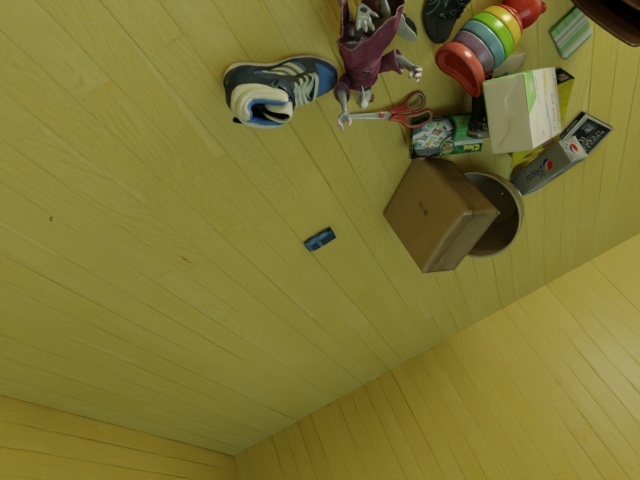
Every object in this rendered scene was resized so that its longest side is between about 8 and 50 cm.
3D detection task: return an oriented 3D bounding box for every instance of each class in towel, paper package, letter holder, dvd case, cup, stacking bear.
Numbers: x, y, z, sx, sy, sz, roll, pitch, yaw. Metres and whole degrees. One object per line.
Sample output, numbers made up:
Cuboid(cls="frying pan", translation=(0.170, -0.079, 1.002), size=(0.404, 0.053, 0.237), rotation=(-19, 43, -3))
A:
Cuboid(cls="towel", translation=(0.000, 0.000, 1.771), size=(0.120, 0.029, 0.067), rotation=(-31, 142, 6))
Cuboid(cls="towel", translation=(0.799, -0.664, 1.475), size=(0.152, 0.023, 0.113), rotation=(26, 116, -42))
Cuboid(cls="paper package", translation=(0.414, -0.094, 1.656), size=(0.168, 0.324, 0.309), rotation=(1, 133, -30))
Cuboid(cls="letter holder", translation=(0.817, -0.690, 1.211), size=(0.215, 0.301, 0.152), rotation=(-33, 153, 9))
Cuboid(cls="dvd case", translation=(1.064, -0.417, 1.884), size=(0.239, 0.029, 0.179), rotation=(8, 131, -34))
Cuboid(cls="cup", translation=(0.642, -0.124, 1.795), size=(0.237, 0.331, 0.330), rotation=(-25, 150, -46))
Cuboid(cls="stacking bear", translation=(0.489, -0.580, 1.293), size=(0.289, 0.175, 0.164), rotation=(-44, 166, 4))

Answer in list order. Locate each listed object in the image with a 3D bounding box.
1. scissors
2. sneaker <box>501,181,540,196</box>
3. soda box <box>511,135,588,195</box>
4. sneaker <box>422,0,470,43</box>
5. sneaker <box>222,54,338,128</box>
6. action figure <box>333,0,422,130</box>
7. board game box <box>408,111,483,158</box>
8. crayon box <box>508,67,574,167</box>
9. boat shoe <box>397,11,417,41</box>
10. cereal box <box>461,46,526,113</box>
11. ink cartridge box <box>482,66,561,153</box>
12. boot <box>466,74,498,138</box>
Cuboid(cls="scissors", translation=(0.207, -0.377, 1.427), size=(0.298, 0.021, 0.108), rotation=(-19, 106, -9))
Cuboid(cls="sneaker", translation=(0.830, -0.208, 1.967), size=(0.213, 0.080, 0.094), rotation=(-11, 151, -7))
Cuboid(cls="soda box", translation=(0.877, -0.282, 1.789), size=(0.091, 0.097, 0.286), rotation=(-19, 165, -20))
Cuboid(cls="sneaker", translation=(0.339, -0.631, 1.192), size=(0.101, 0.106, 0.267), rotation=(-15, 141, -15))
Cuboid(cls="sneaker", translation=(-0.075, -0.358, 1.165), size=(0.323, 0.236, 0.130), rotation=(-9, 138, -20))
Cuboid(cls="action figure", translation=(0.095, -0.474, 1.193), size=(0.248, 0.275, 0.370), rotation=(-29, 164, -8))
Cuboid(cls="board game box", translation=(0.420, -0.348, 1.528), size=(0.260, 0.030, 0.136), rotation=(-8, 119, -12))
Cuboid(cls="crayon box", translation=(0.768, -0.432, 1.665), size=(0.203, 0.081, 0.318), rotation=(-22, 140, -4))
Cuboid(cls="boat shoe", translation=(0.218, -0.584, 1.231), size=(0.125, 0.038, 0.046), rotation=(26, 160, -38))
Cuboid(cls="cereal box", translation=(0.556, -0.492, 1.507), size=(0.173, 0.047, 0.240), rotation=(-17, 141, -7))
Cuboid(cls="ink cartridge box", translation=(0.611, -0.391, 1.358), size=(0.354, 0.119, 0.206), rotation=(-28, 110, -45))
Cuboid(cls="boot", translation=(0.559, -0.433, 1.455), size=(0.237, 0.085, 0.178), rotation=(-23, 122, -22))
